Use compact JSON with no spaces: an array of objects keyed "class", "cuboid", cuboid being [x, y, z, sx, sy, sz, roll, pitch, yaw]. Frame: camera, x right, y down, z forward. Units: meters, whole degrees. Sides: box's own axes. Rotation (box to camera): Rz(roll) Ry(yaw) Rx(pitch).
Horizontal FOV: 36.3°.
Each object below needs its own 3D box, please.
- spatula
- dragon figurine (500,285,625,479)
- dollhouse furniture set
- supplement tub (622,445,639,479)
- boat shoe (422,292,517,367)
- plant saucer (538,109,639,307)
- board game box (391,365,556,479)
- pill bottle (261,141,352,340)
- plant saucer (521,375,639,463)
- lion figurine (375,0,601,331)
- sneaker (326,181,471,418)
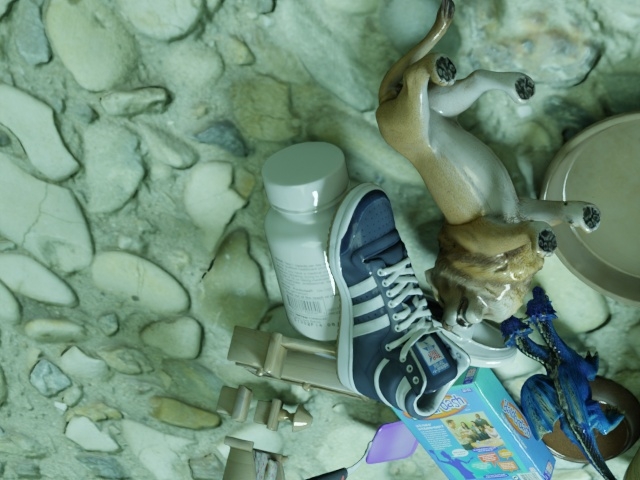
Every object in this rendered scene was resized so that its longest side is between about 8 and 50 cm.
[{"class":"spatula","cuboid":[0.043,0.314,1.371,0.030,0.296,0.084,36,123,31]},{"class":"dragon figurine","cuboid":[0.309,0.204,1.233,0.085,0.289,0.144,-29,151,34]},{"class":"dollhouse furniture set","cuboid":[-0.049,0.324,1.324,0.174,0.355,0.303,11,166,10]},{"class":"supplement tub","cuboid":[0.511,0.303,1.219,0.228,0.228,0.316,14,133,6]},{"class":"boat shoe","cuboid":[0.176,0.110,1.297,0.184,0.066,0.063,23,130,12]},{"class":"plant saucer","cuboid":[0.390,-0.035,1.112,0.278,0.041,0.278,15,132,17]},{"class":"board game box","cuboid":[0.213,0.268,1.389,0.160,0.047,0.210,-17,120,40]},{"class":"pill bottle","cuboid":[0.000,0.000,1.218,0.131,0.131,0.229,-1,125,17]},{"class":"plant saucer","cuboid":[0.365,0.257,1.364,0.168,0.029,0.168,9,127,12]},{"class":"lion figurine","cuboid":[0.159,-0.076,1.121,0.240,0.142,0.392,-4,114,59]},{"class":"sneaker","cuboid":[0.093,0.078,1.134,0.153,0.099,0.282,25,127,43]}]
